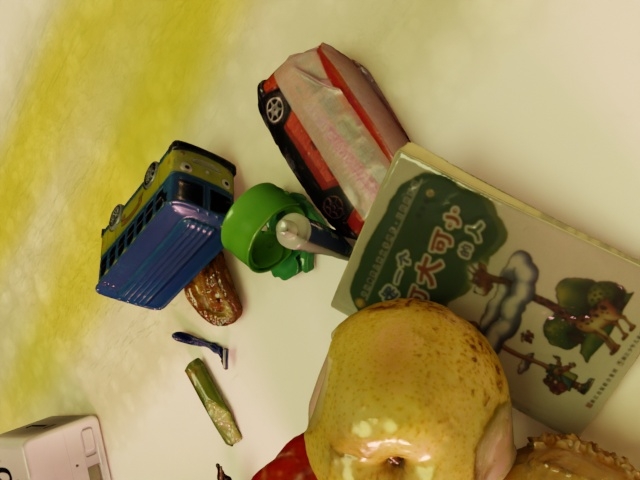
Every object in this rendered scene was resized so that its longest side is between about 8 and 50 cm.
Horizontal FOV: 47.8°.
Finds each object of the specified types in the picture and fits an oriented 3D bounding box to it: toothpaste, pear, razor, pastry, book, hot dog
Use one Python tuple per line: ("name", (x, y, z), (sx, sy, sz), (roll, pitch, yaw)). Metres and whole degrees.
("toothpaste", (0.001, 0.000, 1.020), (0.069, 0.268, 0.047), (18, 89, 23))
("pear", (0.096, 0.205, 0.862), (0.271, 0.271, 0.271), (8, 103, 38))
("razor", (-0.226, 0.203, 1.387), (0.154, 0.028, 0.044), (15, 112, 36))
("pastry", (0.301, 0.360, 0.895), (0.255, 0.162, 0.311), (35, 131, 5))
("book", (0.217, 0.070, 0.912), (0.371, 0.043, 0.260), (28, 119, 11))
("hot dog", (-0.196, 0.088, 1.319), (0.099, 0.065, 0.147), (-23, 81, 31))

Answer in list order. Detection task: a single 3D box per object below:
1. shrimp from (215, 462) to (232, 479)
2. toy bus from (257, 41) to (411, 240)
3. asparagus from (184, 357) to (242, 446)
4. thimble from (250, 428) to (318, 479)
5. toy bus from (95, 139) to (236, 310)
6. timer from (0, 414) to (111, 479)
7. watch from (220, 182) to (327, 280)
("shrimp", (-0.130, 0.521, 1.346), (0.117, 0.066, 0.262), (3, 114, 24))
("toy bus", (0.035, -0.144, 1.049), (0.147, 0.127, 0.303), (-39, 72, 31))
("asparagus", (-0.206, 0.311, 1.383), (0.178, 0.041, 0.045), (58, 135, 15))
("thimble", (0.019, 0.434, 1.034), (0.230, 0.350, 0.350), (35, 118, 29))
("toy bus", (-0.272, -0.021, 1.274), (0.287, 0.138, 0.175), (-42, 40, 35))
("timer", (-0.627, 0.522, 1.665), (0.195, 0.194, 0.192), (-12, 90, 39))
("watch", (-0.082, -0.003, 1.154), (0.131, 0.152, 0.165), (38, 118, 25))
